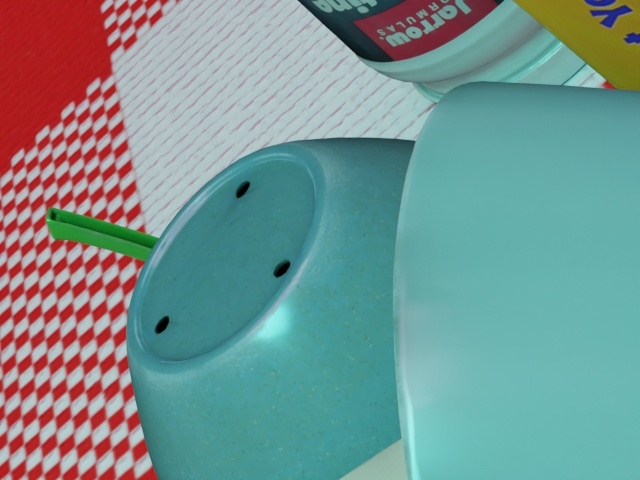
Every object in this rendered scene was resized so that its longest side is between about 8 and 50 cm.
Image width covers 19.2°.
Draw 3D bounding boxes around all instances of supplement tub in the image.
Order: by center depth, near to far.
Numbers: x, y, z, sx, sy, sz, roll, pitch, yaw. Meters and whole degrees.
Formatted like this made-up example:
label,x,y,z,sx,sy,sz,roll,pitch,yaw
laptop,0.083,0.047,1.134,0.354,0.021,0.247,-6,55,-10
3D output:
label,x,y,z,sx,sy,sz,roll,pitch,yaw
supplement tub,0.047,-0.217,1.135,0.191,0.272,0.191,-33,36,27

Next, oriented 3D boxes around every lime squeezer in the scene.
label,x,y,z,sx,sy,sz,roll,pitch,yaw
lime squeezer,0.000,0.000,1.144,0.310,0.110,0.059,-8,25,8

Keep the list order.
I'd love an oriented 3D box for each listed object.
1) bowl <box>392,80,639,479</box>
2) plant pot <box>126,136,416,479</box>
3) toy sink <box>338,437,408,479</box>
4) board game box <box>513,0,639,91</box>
label,x,y,z,sx,sy,sz,roll,pitch,yaw
bowl,0.162,0.075,0.699,0.163,0.311,0.311,-12,46,24
plant pot,0.016,0.061,0.960,0.290,0.195,0.290,-32,36,27
toy sink,0.052,0.227,0.804,0.153,0.131,0.234,-37,39,21
board game box,0.254,-0.270,0.773,0.356,0.356,0.356,-35,27,40
